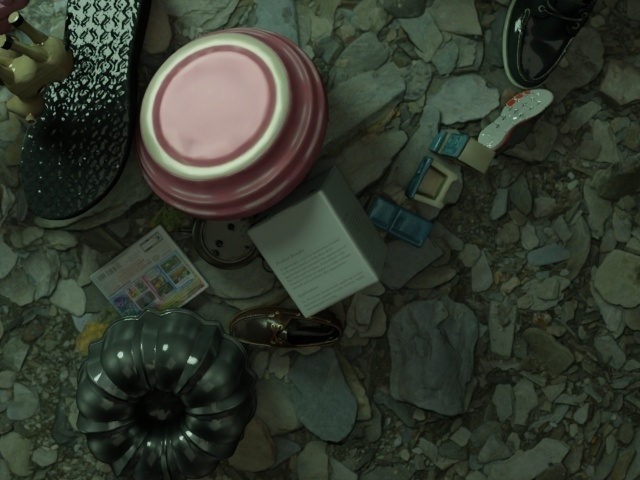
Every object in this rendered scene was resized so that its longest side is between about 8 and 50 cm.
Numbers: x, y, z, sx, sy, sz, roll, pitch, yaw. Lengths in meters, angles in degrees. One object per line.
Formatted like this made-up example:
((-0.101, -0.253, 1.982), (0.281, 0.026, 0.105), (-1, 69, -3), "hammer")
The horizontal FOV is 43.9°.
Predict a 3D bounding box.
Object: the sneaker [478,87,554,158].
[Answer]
((0.354, -0.209, 1.432), (0.158, 0.061, 0.065), (-38, 142, 9), "sneaker")

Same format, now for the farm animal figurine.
((-0.517, -0.249, 1.213), (0.326, 0.330, 0.172), (-55, 144, 4), "farm animal figurine")

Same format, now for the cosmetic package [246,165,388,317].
((0.000, 0.000, 1.351), (0.151, 0.151, 0.183), (-28, 103, 20), "cosmetic package")

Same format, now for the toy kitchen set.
((0.180, -0.093, 1.369), (0.122, 0.166, 0.207), (26, 96, -11), "toy kitchen set")

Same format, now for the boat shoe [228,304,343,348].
((-0.062, 0.158, 1.434), (0.207, 0.073, 0.073), (-4, 105, -5), "boat shoe")

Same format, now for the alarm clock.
((-0.144, -0.004, 1.400), (0.192, 0.064, 0.129), (35, 94, -15), "alarm clock")

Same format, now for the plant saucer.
((-0.155, -0.199, 1.260), (0.332, 0.084, 0.332), (-5, 73, 15), "plant saucer")

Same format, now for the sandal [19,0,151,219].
((-0.359, -0.242, 1.302), (0.168, 0.107, 0.445), (14, 86, 8), "sandal")

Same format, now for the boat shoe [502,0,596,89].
((0.419, -0.425, 1.364), (0.127, 0.113, 0.340), (23, 97, -12), "boat shoe")

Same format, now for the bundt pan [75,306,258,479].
((-0.274, 0.288, 1.385), (0.331, 0.124, 0.330), (-1, 105, -3), "bundt pan")

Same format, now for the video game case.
((-0.303, 0.072, 1.413), (0.157, 0.019, 0.143), (-37, 103, 0), "video game case")
